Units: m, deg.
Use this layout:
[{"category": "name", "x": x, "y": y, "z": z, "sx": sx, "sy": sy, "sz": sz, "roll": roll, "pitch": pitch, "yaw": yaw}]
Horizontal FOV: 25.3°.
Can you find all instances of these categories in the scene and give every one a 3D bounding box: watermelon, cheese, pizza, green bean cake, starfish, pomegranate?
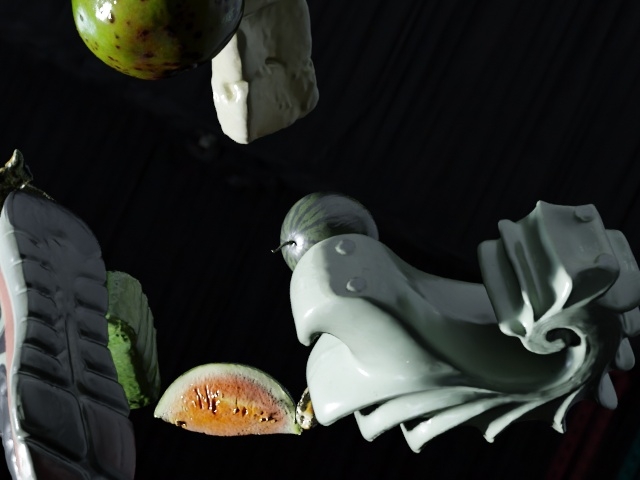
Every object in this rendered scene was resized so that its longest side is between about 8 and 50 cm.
[{"category": "watermelon", "x": -0.144, "y": 0.254, "z": 2.282, "sx": 0.245, "sy": 0.119, "sz": 0.063, "roll": 6, "pitch": 172, "yaw": 7}, {"category": "cheese", "x": -0.089, "y": -0.269, "z": 1.979, "sx": 0.093, "sy": 0.262, "sz": 0.159, "roll": 21, "pitch": -138, "yaw": 35}, {"category": "pizza", "x": 0.023, "y": 0.162, "z": 1.945, "sx": 0.036, "sy": 0.176, "sz": 0.185, "roll": 20, "pitch": -164, "yaw": 11}, {"category": "watermelon", "x": 0.000, "y": 0.000, "z": 1.527, "sx": 0.133, "sy": 0.105, "sz": 0.105, "roll": -8, "pitch": -156, "yaw": -43}, {"category": "green bean cake", "x": -0.354, "y": 0.155, "z": 2.106, "sx": 0.222, "sy": 0.124, "sz": 0.248, "roll": -7, "pitch": 140, "yaw": 4}, {"category": "starfish", "x": -0.404, "y": -0.048, "z": 1.736, "sx": 0.176, "sy": 0.053, "sz": 0.208, "roll": -13, "pitch": 152, "yaw": 6}, {"category": "pomegranate", "x": -0.228, "y": -0.331, "z": 1.757, "sx": 0.286, "sy": 0.231, "sz": 0.231, "roll": 46, "pitch": 174, "yaw": -13}]

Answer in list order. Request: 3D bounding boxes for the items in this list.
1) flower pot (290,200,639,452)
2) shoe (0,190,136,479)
[{"category": "flower pot", "x": 0.152, "y": 0.096, "z": 1.523, "sx": 0.368, "sy": 0.254, "sz": 0.164, "roll": -8, "pitch": -134, "yaw": -7}, {"category": "shoe", "x": -0.228, "y": 0.105, "z": 1.081, "sx": 0.114, "sy": 0.137, "sz": 0.290, "roll": 23, "pitch": -138, "yaw": -46}]
